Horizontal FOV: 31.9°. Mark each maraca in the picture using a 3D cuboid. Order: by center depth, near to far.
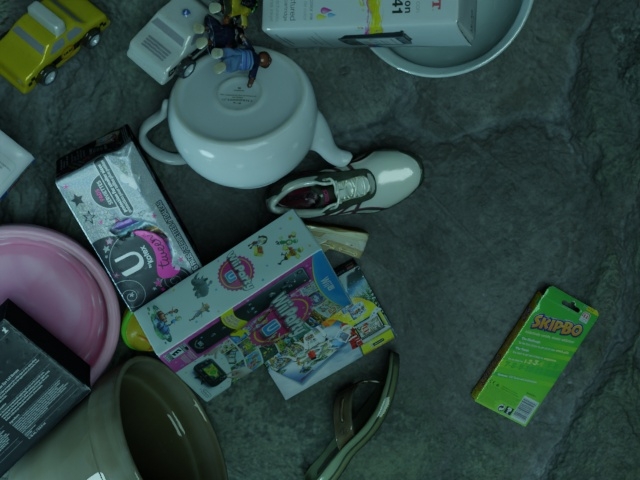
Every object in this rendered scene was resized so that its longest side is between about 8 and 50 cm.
[{"bbox_3d":[-0.257,0.115,1.895,0.186,0.099,0.127,-40,143,-13],"label":"maraca"}]

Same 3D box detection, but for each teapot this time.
[{"bbox_3d":[-0.124,-0.173,1.787,0.252,0.256,0.187,-37,151,-20],"label":"teapot"}]

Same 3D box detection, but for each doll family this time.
[{"bbox_3d":[-0.131,-0.329,1.697,0.076,0.111,0.193,6,100,34],"label":"doll family"}]

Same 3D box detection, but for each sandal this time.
[{"bbox_3d":[0.049,0.325,2.014,0.086,0.120,0.302,35,98,-5],"label":"sandal"}]

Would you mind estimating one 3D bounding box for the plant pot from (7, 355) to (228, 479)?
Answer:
[{"bbox_3d":[-0.354,0.393,1.877,0.280,0.323,0.323,-27,111,16],"label":"plant pot"}]

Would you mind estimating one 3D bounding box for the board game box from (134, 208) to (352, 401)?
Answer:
[{"bbox_3d":[-0.119,0.111,1.827,0.303,0.097,0.224,-35,150,-3],"label":"board game box"}]

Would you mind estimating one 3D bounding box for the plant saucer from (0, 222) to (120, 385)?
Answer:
[{"bbox_3d":[-0.501,0.125,1.857,0.332,0.084,0.332,-3,108,-11],"label":"plant saucer"}]

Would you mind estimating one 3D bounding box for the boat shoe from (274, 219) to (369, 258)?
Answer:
[{"bbox_3d":[0.000,0.000,1.927,0.170,0.063,0.059,9,99,-14],"label":"boat shoe"}]

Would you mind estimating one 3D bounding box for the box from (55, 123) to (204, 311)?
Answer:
[{"bbox_3d":[-0.309,-0.037,1.801,0.142,0.163,0.247,-29,110,-3],"label":"box"}]

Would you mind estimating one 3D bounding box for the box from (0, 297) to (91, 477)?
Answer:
[{"bbox_3d":[-0.525,0.253,1.794,0.261,0.103,0.184,-44,113,5],"label":"box"}]

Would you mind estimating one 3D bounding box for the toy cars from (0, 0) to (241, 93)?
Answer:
[{"bbox_3d":[-0.309,-0.327,1.709,0.394,0.087,0.176,-5,67,-10],"label":"toy cars"}]

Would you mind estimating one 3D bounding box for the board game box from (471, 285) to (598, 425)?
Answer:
[{"bbox_3d":[0.401,0.213,2.087,0.124,0.039,0.259,28,102,-18],"label":"board game box"}]

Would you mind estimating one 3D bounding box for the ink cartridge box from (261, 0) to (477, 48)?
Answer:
[{"bbox_3d":[0.076,-0.412,1.686,0.306,0.131,0.226,2,86,20],"label":"ink cartridge box"}]

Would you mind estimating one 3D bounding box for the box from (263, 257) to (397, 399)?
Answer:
[{"bbox_3d":[-0.002,0.158,1.985,0.233,0.044,0.159,-29,110,-1],"label":"box"}]

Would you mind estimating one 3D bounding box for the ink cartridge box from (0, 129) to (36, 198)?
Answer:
[{"bbox_3d":[-0.659,-0.054,1.666,0.270,0.151,0.395,40,77,-11],"label":"ink cartridge box"}]

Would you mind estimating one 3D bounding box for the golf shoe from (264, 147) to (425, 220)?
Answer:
[{"bbox_3d":[0.042,-0.080,1.854,0.273,0.120,0.105,-13,101,6],"label":"golf shoe"}]

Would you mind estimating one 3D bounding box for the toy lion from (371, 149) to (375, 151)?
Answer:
[{"bbox_3d":[0.119,-0.107,1.937,0.096,0.034,0.100,18,103,-24],"label":"toy lion"}]

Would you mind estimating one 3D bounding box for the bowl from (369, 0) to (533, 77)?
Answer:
[{"bbox_3d":[0.204,-0.394,1.779,0.298,0.134,0.297,-1,87,19],"label":"bowl"}]
